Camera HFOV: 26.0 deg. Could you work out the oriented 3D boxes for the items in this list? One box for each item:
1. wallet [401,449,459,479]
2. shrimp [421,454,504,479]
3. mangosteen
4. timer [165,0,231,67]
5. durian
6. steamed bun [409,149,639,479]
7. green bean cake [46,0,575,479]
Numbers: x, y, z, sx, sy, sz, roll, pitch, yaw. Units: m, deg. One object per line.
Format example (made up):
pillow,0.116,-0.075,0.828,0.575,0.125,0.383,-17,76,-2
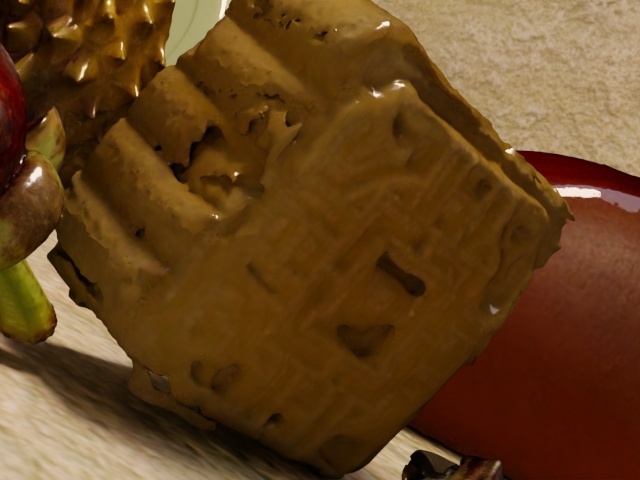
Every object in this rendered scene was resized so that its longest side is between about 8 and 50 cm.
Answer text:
wallet,0.145,0.187,0.812,0.198,0.031,0.110,27,6,-13
shrimp,0.147,0.164,0.709,0.233,0.071,0.365,26,17,6
mangosteen,-0.181,-0.030,0.629,0.181,0.156,0.146,42,-23,-3
timer,-0.221,-0.171,1.347,0.291,0.291,0.315,29,-18,8
durian,-0.210,-0.093,0.759,0.186,0.260,0.154,7,54,-35
steamed bun,0.202,0.063,1.097,0.379,0.248,0.235,29,6,-8
green bean cake,0.000,0.000,0.742,0.230,0.224,0.131,37,4,-42
